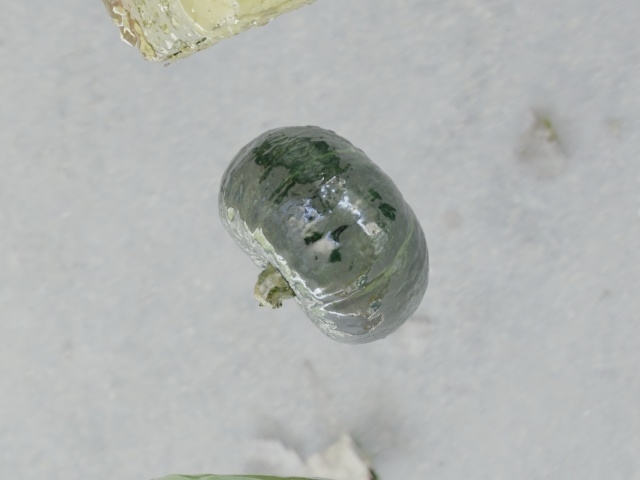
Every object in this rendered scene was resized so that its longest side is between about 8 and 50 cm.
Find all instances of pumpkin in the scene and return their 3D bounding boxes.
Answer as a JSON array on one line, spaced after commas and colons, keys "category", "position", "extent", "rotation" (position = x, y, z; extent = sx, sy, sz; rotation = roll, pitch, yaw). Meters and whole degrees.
[{"category": "pumpkin", "position": [0.000, -0.003, 1.658], "extent": [0.152, 0.211, 0.211], "rotation": [-30, 89, -8]}]

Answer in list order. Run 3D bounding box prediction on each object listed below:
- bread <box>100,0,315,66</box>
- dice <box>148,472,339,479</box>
[{"category": "bread", "position": [-0.078, -0.322, 1.587], "extent": [0.248, 0.279, 0.315], "rotation": [-175, 70, -76]}, {"category": "dice", "position": [-0.010, 0.268, 1.024], "extent": [0.252, 0.250, 0.254], "rotation": [8, 93, 4]}]
